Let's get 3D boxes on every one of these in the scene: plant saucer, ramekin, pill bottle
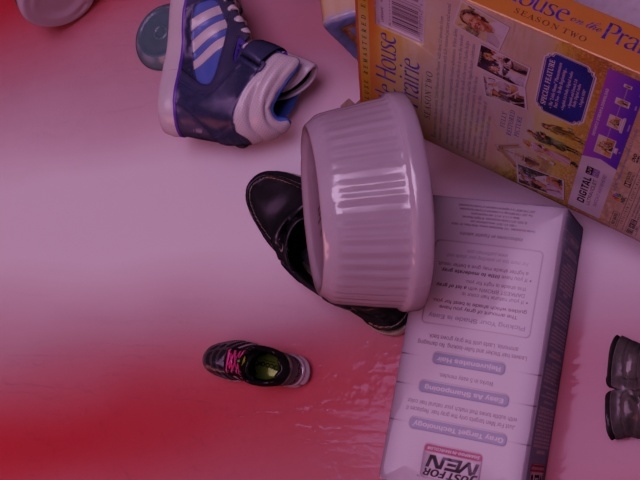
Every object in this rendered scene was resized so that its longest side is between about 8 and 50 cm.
[{"bbox_3d":[-0.261,-0.341,1.714,0.119,0.021,0.119,-6,76,23],"label":"plant saucer"},{"bbox_3d":[0.050,-0.044,1.274,0.127,0.273,0.272,-5,74,-6],"label":"ramekin"},{"bbox_3d":[-0.493,-0.502,1.792,0.136,0.136,0.245,-34,66,13],"label":"pill bottle"}]

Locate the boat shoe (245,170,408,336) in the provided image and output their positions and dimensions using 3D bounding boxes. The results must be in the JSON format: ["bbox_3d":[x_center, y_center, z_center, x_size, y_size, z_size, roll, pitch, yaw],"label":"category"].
[{"bbox_3d":[-0.002,0.003,1.463,0.127,0.113,0.340,-46,64,8],"label":"boat shoe"}]

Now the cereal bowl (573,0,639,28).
[{"bbox_3d":[0.439,-0.213,1.207,0.339,0.339,0.141,18,101,27],"label":"cereal bowl"}]

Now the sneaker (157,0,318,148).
[{"bbox_3d":[-0.109,-0.298,1.590,0.236,0.130,0.322,4,74,15],"label":"sneaker"}]

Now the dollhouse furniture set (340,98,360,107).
[{"bbox_3d":[0.089,-0.132,1.455,0.151,0.144,0.123,-42,69,-6],"label":"dollhouse furniture set"}]

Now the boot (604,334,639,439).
[{"bbox_3d":[0.431,0.132,1.262,0.161,0.083,0.246,8,79,31],"label":"boot"}]

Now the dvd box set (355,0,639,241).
[{"bbox_3d":[0.234,-0.172,1.205,0.420,0.307,0.062,27,67,18],"label":"dvd box set"}]

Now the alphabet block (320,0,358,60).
[{"bbox_3d":[0.109,-0.379,1.463,0.192,0.193,0.197,-12,73,20],"label":"alphabet block"}]

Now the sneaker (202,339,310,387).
[{"bbox_3d":[-0.103,0.175,1.488,0.170,0.075,0.063,7,81,26],"label":"sneaker"}]

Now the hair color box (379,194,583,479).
[{"bbox_3d":[0.211,0.141,1.336,0.185,0.113,0.374,7,80,26],"label":"hair color box"}]
